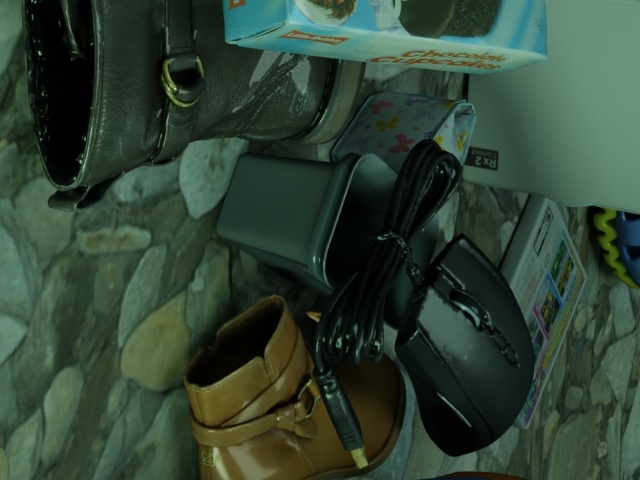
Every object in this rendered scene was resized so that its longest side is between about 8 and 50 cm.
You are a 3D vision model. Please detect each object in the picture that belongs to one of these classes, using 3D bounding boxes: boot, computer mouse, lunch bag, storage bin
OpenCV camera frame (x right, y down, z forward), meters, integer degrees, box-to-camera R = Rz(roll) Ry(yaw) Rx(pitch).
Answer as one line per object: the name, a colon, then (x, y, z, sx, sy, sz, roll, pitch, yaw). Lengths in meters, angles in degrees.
boot: (-0.013, 0.093, 1.211, 0.197, 0.073, 0.152, -52, 138, -43)
computer mouse: (0.076, 0.082, 1.186, 0.184, 0.060, 0.262, -58, 147, -31)
lunch bag: (0.059, -0.065, 1.275, 0.083, 0.071, 0.053, -59, 144, -32)
boot: (-0.064, -0.153, 1.014, 0.229, 0.091, 0.263, -8, 101, -51)
storage bin: (0.000, 0.000, 1.174, 0.135, 0.091, 0.098, 35, 71, -58)

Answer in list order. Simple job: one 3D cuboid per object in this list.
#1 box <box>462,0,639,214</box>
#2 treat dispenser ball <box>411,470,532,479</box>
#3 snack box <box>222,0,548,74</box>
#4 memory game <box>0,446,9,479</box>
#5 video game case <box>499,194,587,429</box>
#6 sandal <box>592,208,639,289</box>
box: (0.214, -0.124, 1.414, 0.119, 0.181, 0.182, -24, 121, -56)
treat dispenser ball: (0.093, 0.286, 1.173, 0.288, 0.288, 0.288, -30, 126, -53)
snack box: (0.031, -0.257, 1.020, 0.187, 0.060, 0.322, 2, 83, -39)
memory game: (-0.212, 0.172, 0.944, 0.186, 0.012, 0.186, -29, 125, -53)
video game case: (0.176, 0.058, 1.584, 0.157, 0.019, 0.143, -65, 149, -23)
sandal: (0.318, -0.081, 1.664, 0.126, 0.138, 0.317, -50, 143, -44)
